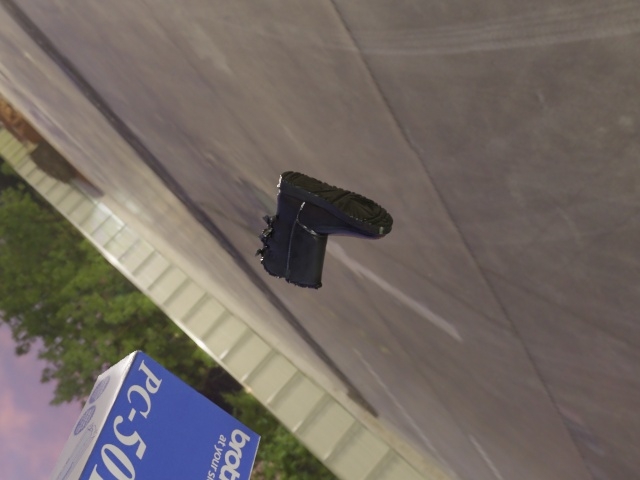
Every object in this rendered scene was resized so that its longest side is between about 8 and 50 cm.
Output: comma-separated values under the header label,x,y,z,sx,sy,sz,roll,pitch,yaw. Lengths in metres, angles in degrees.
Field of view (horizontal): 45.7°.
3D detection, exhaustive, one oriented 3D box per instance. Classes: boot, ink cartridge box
label,x,y,z,sx,sy,sz,roll,pitch,yaw
boot,0.000,0.000,0.694,0.121,0.045,0.099,24,119,16
ink cartridge box,-0.100,0.165,0.378,0.097,0.207,0.046,41,125,-21
